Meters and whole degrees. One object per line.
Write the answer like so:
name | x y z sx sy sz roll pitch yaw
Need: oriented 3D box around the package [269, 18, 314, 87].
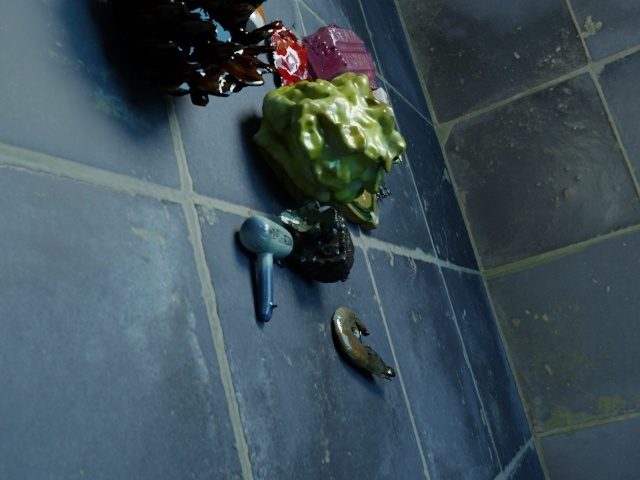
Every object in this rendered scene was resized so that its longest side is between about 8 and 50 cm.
package | -0.062 -0.433 1.709 0.194 0.071 0.269 -20 93 -54

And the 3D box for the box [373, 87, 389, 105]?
box | 0.158 -0.424 2.131 0.043 0.125 0.089 32 44 -57

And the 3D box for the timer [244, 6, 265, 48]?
timer | -0.172 -0.496 1.460 0.136 0.099 0.136 -9 90 -74

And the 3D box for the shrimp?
shrimp | 0.104 0.244 1.540 0.251 0.052 0.143 50 26 -38

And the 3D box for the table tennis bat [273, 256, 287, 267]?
table tennis bat | -0.086 0.034 1.334 0.050 0.007 0.083 67 21 -8

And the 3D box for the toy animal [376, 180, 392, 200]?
toy animal | 0.180 -0.158 2.065 0.065 0.047 0.136 64 24 -1

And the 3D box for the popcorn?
popcorn | 0.014 -0.218 1.436 0.312 0.312 0.312 49 30 -42

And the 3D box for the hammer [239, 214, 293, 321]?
hammer | -0.099 0.056 1.224 0.116 0.070 0.193 31 52 -58

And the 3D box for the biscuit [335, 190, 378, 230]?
biscuit | 0.077 -0.185 1.831 0.344 0.057 0.287 34 41 -56

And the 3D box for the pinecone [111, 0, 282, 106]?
pinecone | -0.202 -0.376 1.100 0.295 0.242 0.298 67 28 -12

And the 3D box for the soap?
soap | 0.069 -0.529 1.997 0.220 0.127 0.325 66 26 -2

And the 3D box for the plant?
plant | 0.000 0.000 1.384 0.203 0.143 0.131 55 34 -46
